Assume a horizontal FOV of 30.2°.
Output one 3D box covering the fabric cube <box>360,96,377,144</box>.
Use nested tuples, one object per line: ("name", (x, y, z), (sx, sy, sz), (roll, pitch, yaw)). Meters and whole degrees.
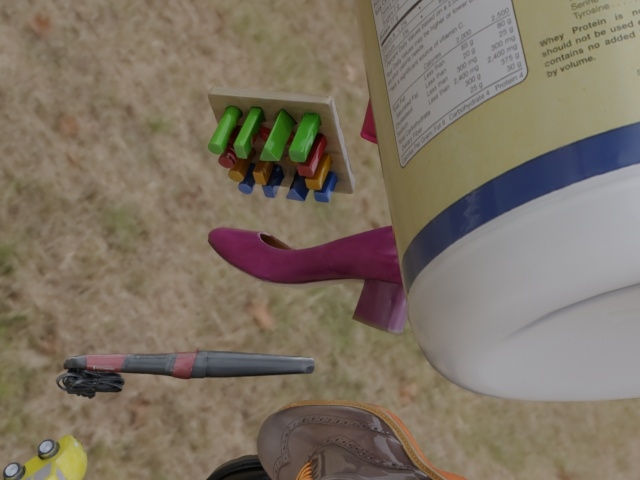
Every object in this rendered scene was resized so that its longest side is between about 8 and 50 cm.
("fabric cube", (0.227, -0.189, 1.132), (0.254, 0.258, 0.259), (34, 39, 27))

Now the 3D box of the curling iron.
("curling iron", (-0.141, 0.134, 1.258), (0.068, 0.274, 0.035), (112, -28, -64))

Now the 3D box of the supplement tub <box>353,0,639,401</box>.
("supplement tub", (0.132, -0.103, 0.555), (0.228, 0.228, 0.316), (29, 48, -55))

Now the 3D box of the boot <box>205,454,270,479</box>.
("boot", (-0.008, 0.346, 1.267), (0.260, 0.347, 0.131), (-28, 126, -70))

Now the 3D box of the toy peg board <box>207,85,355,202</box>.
("toy peg board", (-0.056, -0.100, 1.457), (0.161, 0.161, 0.079), (73, 32, -48))

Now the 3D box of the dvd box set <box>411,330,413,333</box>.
("dvd box set", (0.256, -0.030, 1.515), (0.307, 0.062, 0.420), (38, 70, -60))

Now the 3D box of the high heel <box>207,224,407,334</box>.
("high heel", (0.000, 0.000, 1.863), (0.377, 0.181, 0.127), (21, 8, 20))

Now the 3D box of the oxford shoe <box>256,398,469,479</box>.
("oxford shoe", (0.020, 0.222, 1.077), (0.132, 0.363, 0.130), (10, 93, -32))

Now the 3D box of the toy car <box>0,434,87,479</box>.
("toy car", (-0.366, 0.296, 1.215), (0.225, 0.239, 0.053), (25, 9, -45))
